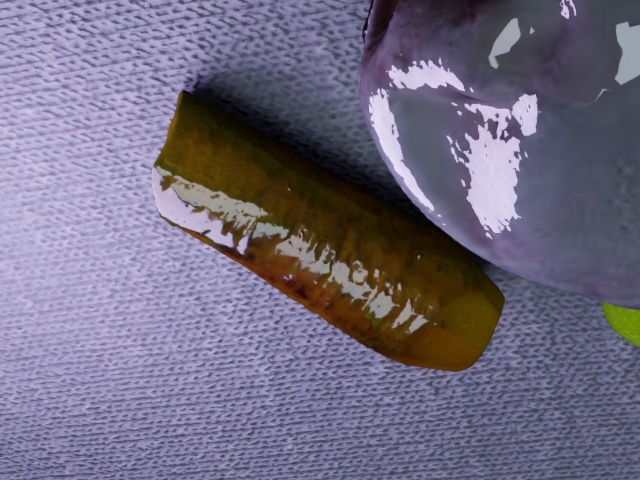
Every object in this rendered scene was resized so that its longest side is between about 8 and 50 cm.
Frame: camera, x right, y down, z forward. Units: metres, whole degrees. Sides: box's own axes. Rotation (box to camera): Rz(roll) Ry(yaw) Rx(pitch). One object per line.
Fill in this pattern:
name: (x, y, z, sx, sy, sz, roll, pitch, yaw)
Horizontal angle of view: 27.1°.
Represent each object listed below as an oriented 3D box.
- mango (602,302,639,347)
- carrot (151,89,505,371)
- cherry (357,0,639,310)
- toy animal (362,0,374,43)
mango: (0.334, -0.018, 0.924, 0.192, 0.156, 0.343, 34, 129, -18)
carrot: (0.000, 0.000, 1.041, 0.302, 0.114, 0.114, 29, 129, -10)
cherry: (0.187, -0.101, 0.714, 0.326, 0.291, 0.335, -27, 115, 2)
toy animal: (0.124, -0.129, 0.935, 0.218, 0.116, 0.179, 25, 159, -16)
